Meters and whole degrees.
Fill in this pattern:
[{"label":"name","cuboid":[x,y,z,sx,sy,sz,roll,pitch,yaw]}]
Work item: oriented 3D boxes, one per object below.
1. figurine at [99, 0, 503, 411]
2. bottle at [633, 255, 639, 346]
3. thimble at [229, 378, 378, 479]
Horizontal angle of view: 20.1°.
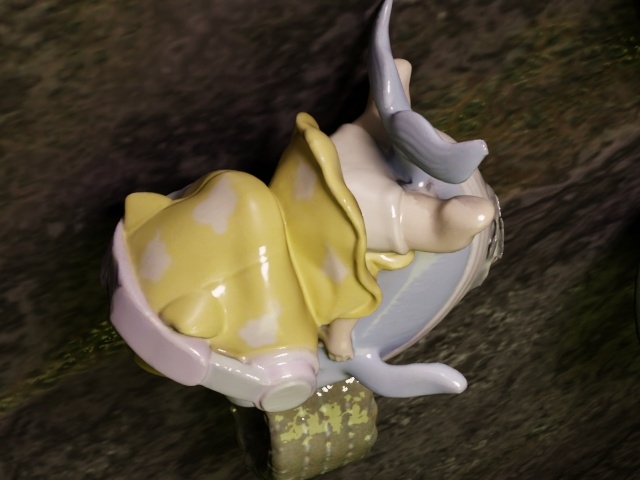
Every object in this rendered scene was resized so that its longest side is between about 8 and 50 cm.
[{"label":"figurine","cuboid":[0.000,0.000,0.795,0.184,0.128,0.208,-3,136,-32]},{"label":"bottle","cuboid":[0.313,0.039,0.959,0.271,0.143,0.156,2,164,40]},{"label":"thimble","cuboid":[-0.013,0.084,0.963,0.062,0.084,0.110,-15,163,-16]}]
